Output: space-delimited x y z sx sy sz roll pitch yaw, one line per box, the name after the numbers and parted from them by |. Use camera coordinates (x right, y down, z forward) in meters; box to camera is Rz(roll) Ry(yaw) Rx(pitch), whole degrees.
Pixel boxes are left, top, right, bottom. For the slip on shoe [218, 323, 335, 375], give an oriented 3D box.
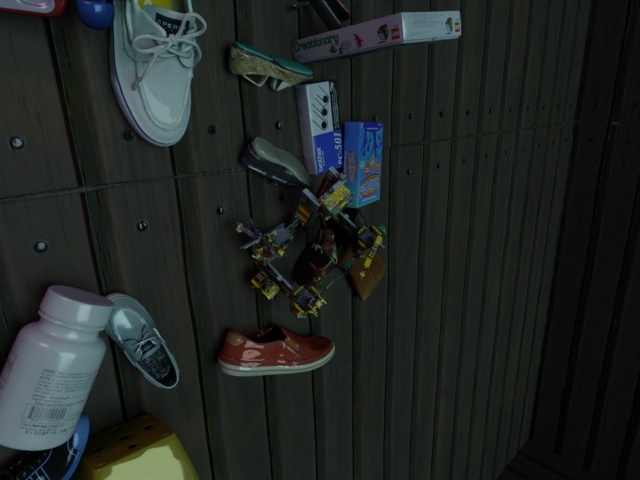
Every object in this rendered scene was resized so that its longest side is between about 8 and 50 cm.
-0.090 0.258 1.057 0.331 0.123 0.102 8 93 -40 | slip on shoe

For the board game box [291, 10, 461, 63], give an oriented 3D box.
0.109 -0.424 0.912 0.192 0.305 0.053 -25 116 -38 | board game box

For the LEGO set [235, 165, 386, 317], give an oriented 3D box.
0.000 0.000 0.954 0.331 0.192 0.255 -34 82 -22 | LEGO set

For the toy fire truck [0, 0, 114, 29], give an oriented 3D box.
-0.357 -0.414 0.543 0.301 0.169 0.254 -1 121 -21 | toy fire truck

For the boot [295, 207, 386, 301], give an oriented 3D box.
0.065 0.082 1.196 0.264 0.096 0.281 -58 141 -25 | boot

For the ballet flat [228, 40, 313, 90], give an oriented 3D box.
-0.106 -0.354 0.908 0.206 0.073 0.067 1 128 -41 | ballet flat

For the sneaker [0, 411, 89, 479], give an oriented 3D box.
-0.490 0.397 0.730 0.090 0.081 0.232 41 74 -50 | sneaker

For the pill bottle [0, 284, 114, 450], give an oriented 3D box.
-0.427 0.197 0.698 0.131 0.131 0.230 24 84 -45 | pill bottle

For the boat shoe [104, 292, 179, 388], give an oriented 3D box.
-0.333 0.195 0.823 0.079 0.081 0.228 -40 127 -29 | boat shoe

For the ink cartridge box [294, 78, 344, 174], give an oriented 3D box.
0.001 -0.271 1.035 0.097 0.046 0.207 -24 119 -36 | ink cartridge box

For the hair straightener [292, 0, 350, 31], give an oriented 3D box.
-0.033 -0.530 0.907 0.230 0.047 0.089 41 69 -33 | hair straightener

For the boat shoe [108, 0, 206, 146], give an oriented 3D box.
-0.250 -0.337 0.696 0.135 0.156 0.368 -10 108 -42 | boat shoe

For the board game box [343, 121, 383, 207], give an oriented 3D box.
0.112 -0.201 1.131 0.160 0.047 0.211 -26 122 -58 | board game box

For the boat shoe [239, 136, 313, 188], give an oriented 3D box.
-0.096 -0.162 0.980 0.065 0.075 0.206 -35 146 23 | boat shoe

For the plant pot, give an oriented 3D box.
-0.352 0.455 0.807 0.212 0.212 0.188 -13 98 -41 | plant pot
